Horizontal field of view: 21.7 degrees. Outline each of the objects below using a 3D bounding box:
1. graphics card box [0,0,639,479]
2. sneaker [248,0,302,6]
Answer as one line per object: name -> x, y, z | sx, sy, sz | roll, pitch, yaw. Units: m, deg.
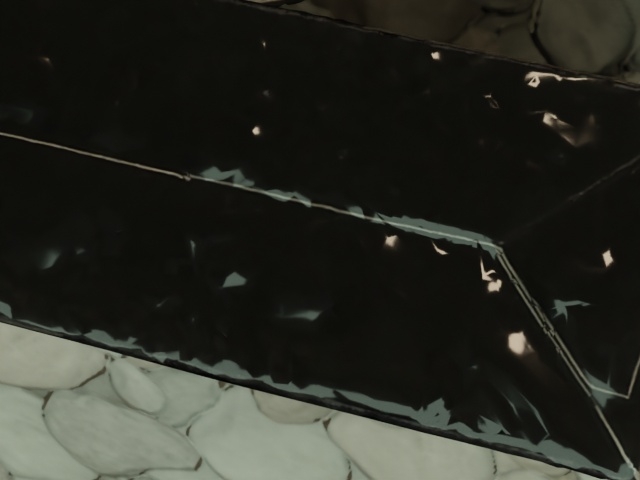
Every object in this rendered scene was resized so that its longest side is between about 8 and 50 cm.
graphics card box -> 0.000, 0.000, 0.548 | 0.233, 0.094, 0.371 | 14, 177, 9
sneaker -> 0.024, -0.151, 0.483 | 0.300, 0.111, 0.121 | -14, 124, -17
